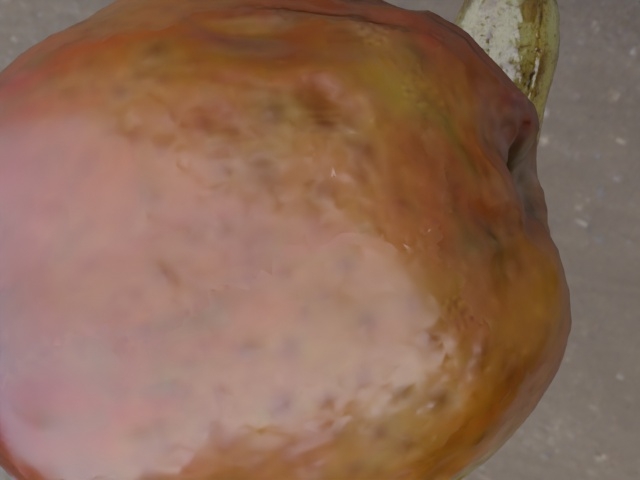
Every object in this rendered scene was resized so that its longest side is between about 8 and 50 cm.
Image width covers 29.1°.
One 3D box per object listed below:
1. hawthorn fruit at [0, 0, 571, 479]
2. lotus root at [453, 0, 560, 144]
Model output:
[{"bbox_3d":[-0.039,0.014,0.926,0.472,0.471,0.471,26,152,15],"label":"hawthorn fruit"},{"bbox_3d":[0.148,-0.122,1.103,0.097,0.110,0.258,40,124,51],"label":"lotus root"}]
